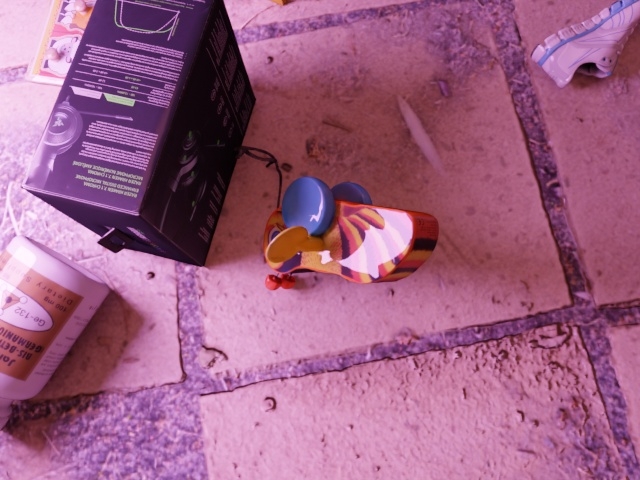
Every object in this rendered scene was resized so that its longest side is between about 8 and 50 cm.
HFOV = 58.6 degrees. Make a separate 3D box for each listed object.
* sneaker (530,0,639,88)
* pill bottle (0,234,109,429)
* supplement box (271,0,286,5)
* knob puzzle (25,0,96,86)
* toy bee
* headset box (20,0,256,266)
[{"bbox_3d":[0.393,-0.271,0.785,0.191,0.071,0.082,-29,81,4],"label":"sneaker"},{"bbox_3d":[-0.377,0.120,0.693,0.131,0.131,0.229,30,79,11],"label":"pill bottle"},{"bbox_3d":[-0.074,-0.487,0.802,0.129,0.194,0.191,27,78,11],"label":"supplement box"},{"bbox_3d":[-0.336,-0.311,0.858,0.213,0.030,0.213,-1,75,3],"label":"knob puzzle"},{"bbox_3d":[0.000,0.000,0.704,0.195,0.298,0.162,8,105,-28],"label":"toy bee"},{"bbox_3d":[-0.193,-0.119,0.686,0.131,0.246,0.282,13,77,6],"label":"headset box"}]
